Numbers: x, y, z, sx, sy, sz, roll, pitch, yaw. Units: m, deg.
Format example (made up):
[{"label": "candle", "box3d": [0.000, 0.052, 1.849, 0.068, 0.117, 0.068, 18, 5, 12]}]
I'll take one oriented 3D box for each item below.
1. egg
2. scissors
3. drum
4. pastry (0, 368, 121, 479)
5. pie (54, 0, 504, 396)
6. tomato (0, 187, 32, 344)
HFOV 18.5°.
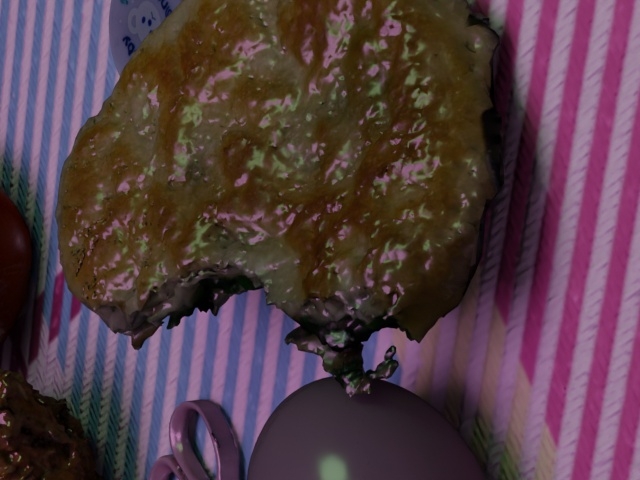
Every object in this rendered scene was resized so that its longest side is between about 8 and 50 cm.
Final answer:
[{"label": "egg", "box3d": [0.034, 0.173, 1.215, 0.146, 0.146, 0.199, -54, 53, 39]}, {"label": "scissors", "box3d": [-0.059, 0.227, 1.431, 0.242, 0.030, 0.118, 52, 132, 39]}, {"label": "drum", "box3d": [-0.073, -0.187, 1.400, 0.253, 0.049, 0.130, -39, 62, 46]}, {"label": "pastry", "box3d": [-0.295, 0.184, 1.583, 0.275, 0.275, 0.193, -28, 35, 49]}, {"label": "pie", "box3d": [-0.031, -0.057, 1.275, 0.371, 0.078, 0.296, 5, 77, 44]}, {"label": "tomato", "box3d": [-0.327, 0.026, 1.706, 0.228, 0.101, 0.228, -6, 81, 44]}]
